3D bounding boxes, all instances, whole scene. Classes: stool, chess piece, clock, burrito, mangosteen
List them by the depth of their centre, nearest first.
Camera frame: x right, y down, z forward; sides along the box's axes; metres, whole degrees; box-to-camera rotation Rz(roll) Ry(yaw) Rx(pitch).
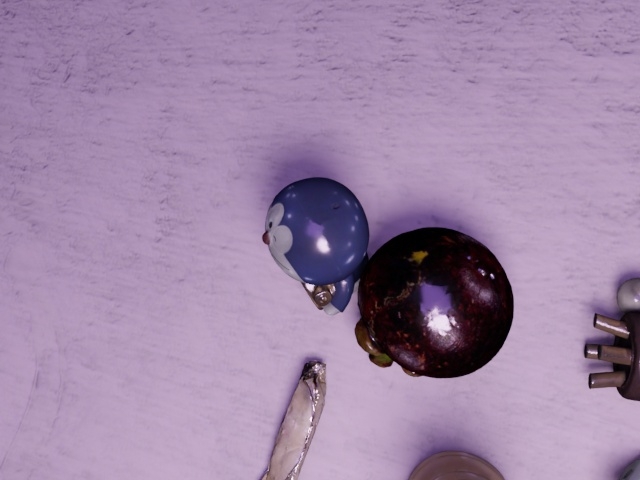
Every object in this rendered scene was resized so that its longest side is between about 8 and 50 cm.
[{"bbox_3d":[0.184,0.354,0.868,0.167,0.300,0.167,-2,74,7],"label":"chess piece"},{"bbox_3d":[0.452,0.137,0.978,0.121,0.125,0.217,8,68,12],"label":"stool"},{"bbox_3d":[0.151,0.106,0.996,0.228,0.228,0.265,52,126,17],"label":"mangosteen"},{"bbox_3d":[0.000,0.000,1.018,0.146,0.243,0.200,-25,71,0],"label":"clock"},{"bbox_3d":[-0.037,0.295,1.040,0.058,0.063,0.230,23,82,4],"label":"burrito"}]

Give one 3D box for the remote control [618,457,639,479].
[{"bbox_3d":[0.503,0.431,0.888,0.296,0.140,0.056,54,125,18],"label":"remote control"}]
